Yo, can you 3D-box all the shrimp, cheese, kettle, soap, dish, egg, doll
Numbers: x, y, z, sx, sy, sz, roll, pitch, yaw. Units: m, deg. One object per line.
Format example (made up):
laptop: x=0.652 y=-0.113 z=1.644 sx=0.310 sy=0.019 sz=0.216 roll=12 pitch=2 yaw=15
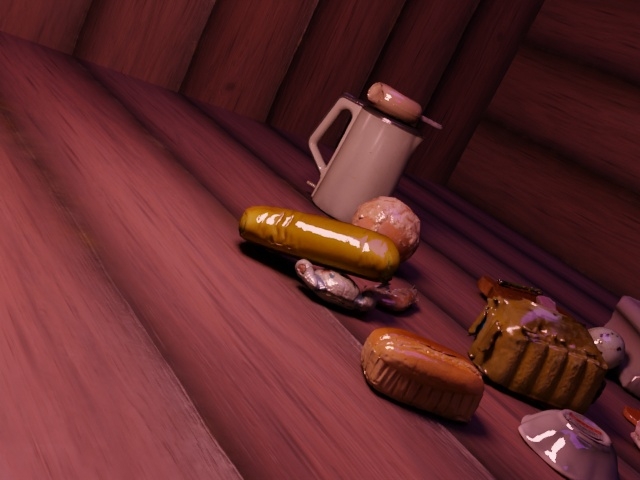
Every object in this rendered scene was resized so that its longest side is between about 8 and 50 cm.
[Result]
shrimp: x=0.182 y=0.136 z=1.778 sx=0.126 sy=0.048 sz=0.223 roll=22 pitch=13 yaw=25
cheese: x=0.289 y=-0.430 z=2.327 sx=0.286 sy=0.082 sz=0.163 roll=21 pitch=17 yaw=-31
kettle: x=0.118 y=-0.275 z=2.391 sx=0.361 sy=0.377 sz=0.250 roll=31 pitch=16 yaw=14
soap: x=1.070 y=0.368 z=2.159 sx=0.350 sy=0.213 sz=0.435 roll=28 pitch=16 yaw=3
dish: x=0.506 y=0.392 z=1.378 sx=0.229 sy=0.081 sz=0.229 roll=24 pitch=14 yaw=-7
egg: x=0.826 y=0.316 z=2.062 sx=0.164 sy=0.131 sz=0.131 roll=-5 pitch=33 yaw=-46
doll: x=0.036 y=0.109 z=1.567 sx=0.214 sy=0.071 sz=0.103 roll=29 pitch=20 yaw=-16
egg: x=0.188 y=-0.022 z=2.020 sx=0.203 sy=0.203 sz=0.245 roll=38 pitch=9 yaw=38

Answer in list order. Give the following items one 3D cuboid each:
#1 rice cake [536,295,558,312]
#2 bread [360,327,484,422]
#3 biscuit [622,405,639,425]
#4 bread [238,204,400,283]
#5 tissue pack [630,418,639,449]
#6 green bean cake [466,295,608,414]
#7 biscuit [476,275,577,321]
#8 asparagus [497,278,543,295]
rice cake: x=0.680 y=0.204 z=2.103 sx=0.047 sy=0.036 sz=0.206 roll=22 pitch=14 yaw=7
bread: x=0.192 y=0.244 z=1.307 sx=0.236 sy=0.106 sz=0.140 roll=23 pitch=13 yaw=-14
biscuit: x=0.826 y=0.467 z=1.776 sx=0.130 sy=0.019 sz=0.102 roll=37 pitch=19 yaw=33
bread: x=0.000 y=0.000 z=1.621 sx=0.383 sy=0.112 sz=0.166 roll=16 pitch=-7 yaw=9
tissue pack: x=0.830 y=0.490 z=1.517 sx=0.201 sy=0.124 sz=0.271 roll=27 pitch=14 yaw=-13
green bean cake: x=0.503 y=0.238 z=1.660 sx=0.309 sy=0.202 sz=0.285 roll=24 pitch=13 yaw=-11
biscuit: x=0.646 y=0.222 z=2.205 sx=0.350 sy=0.070 sz=0.394 roll=30 pitch=15 yaw=22
asparagus: x=0.661 y=0.155 z=2.297 sx=0.232 sy=0.023 sz=0.022 roll=16 pitch=60 yaw=-34
